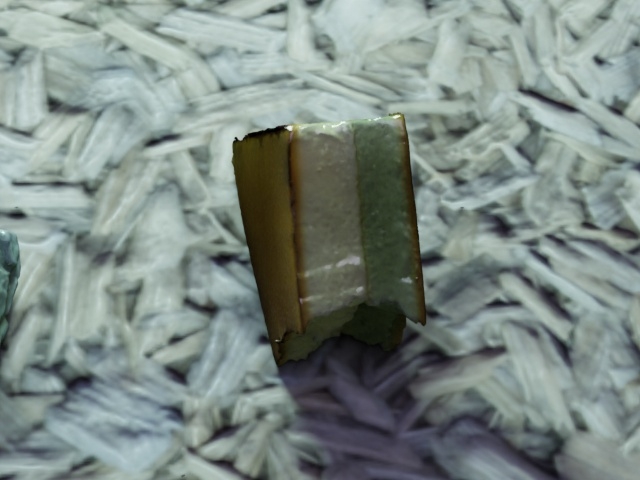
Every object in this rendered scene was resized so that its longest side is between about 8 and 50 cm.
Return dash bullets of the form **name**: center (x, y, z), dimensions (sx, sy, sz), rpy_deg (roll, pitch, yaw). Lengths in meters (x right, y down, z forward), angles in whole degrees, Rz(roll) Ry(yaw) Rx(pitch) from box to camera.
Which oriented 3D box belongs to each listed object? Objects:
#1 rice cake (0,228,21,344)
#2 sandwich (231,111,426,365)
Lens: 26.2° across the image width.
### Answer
- **rice cake**: center (-0.278, 0.131, 0.973), dimensions (0.066, 0.063, 0.336), rpy_deg (-1, 56, 14)
- **sandwich**: center (0.000, 0.000, 1.078), dimensions (0.108, 0.220, 0.186), rpy_deg (-6, 93, -14)
